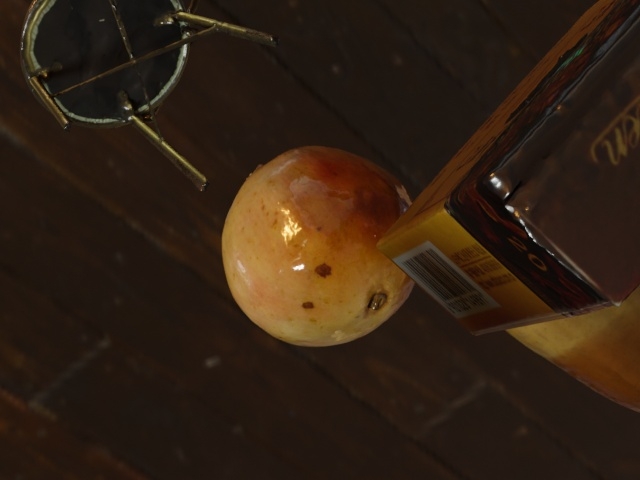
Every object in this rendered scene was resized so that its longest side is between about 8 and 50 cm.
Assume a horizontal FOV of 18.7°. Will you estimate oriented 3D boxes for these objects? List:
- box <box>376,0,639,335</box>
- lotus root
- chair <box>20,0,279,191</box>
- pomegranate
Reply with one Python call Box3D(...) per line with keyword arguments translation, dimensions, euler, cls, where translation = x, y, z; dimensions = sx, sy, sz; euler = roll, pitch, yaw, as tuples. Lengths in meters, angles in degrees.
Box3D(translation=(0.189, -0.072, 1.302), dimensions=(0.116, 0.415, 0.264), euler=(44, 82, -1), cls="box")
Box3D(translation=(0.232, 0.044, 1.655), dimensions=(0.303, 0.131, 0.146), euler=(37, 112, -16), cls="lotus root")
Box3D(translation=(-0.166, -0.157, 1.604), dimensions=(0.170, 0.326, 0.159), euler=(22, 98, -28), cls="chair")
Box3D(translation=(0.001, 0.004, 1.783), dimensions=(0.191, 0.191, 0.191), euler=(-12, 134, -13), cls="pomegranate")
